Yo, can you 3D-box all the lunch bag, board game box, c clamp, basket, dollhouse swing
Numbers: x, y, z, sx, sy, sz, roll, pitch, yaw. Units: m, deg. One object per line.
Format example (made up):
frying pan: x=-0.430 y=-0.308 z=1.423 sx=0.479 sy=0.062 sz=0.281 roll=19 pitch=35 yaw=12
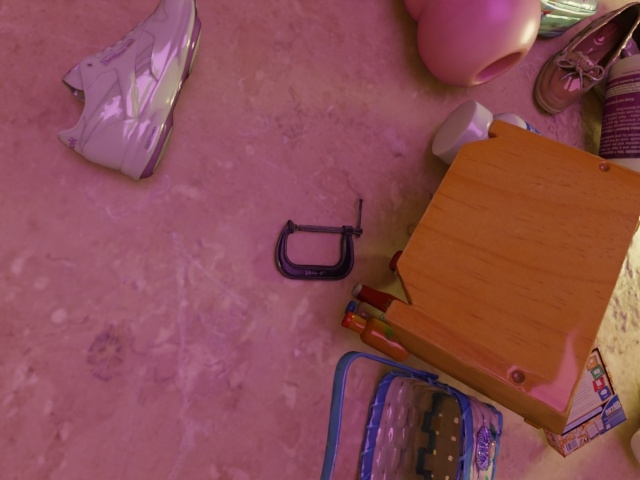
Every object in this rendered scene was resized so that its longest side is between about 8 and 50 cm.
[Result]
lunch bag: x=0.433 y=-0.529 z=0.885 sx=0.279 sy=0.108 sz=0.224 roll=-11 pitch=87 yaw=-31
board game box: x=0.473 y=0.285 z=0.823 sx=0.146 sy=0.045 sz=0.194 roll=-27 pitch=102 yaw=-6
c clamp: x=0.000 y=0.000 z=0.731 sx=0.160 sy=0.022 sz=0.137 roll=-3 pitch=90 yaw=-22
basket: x=0.126 y=0.306 z=0.642 sx=0.289 sy=0.201 sz=0.255 roll=16 pitch=78 yaw=-26
dollhouse swing: x=0.293 y=0.076 z=0.684 sx=0.315 sy=0.305 sz=0.347 roll=27 pitch=71 yaw=15

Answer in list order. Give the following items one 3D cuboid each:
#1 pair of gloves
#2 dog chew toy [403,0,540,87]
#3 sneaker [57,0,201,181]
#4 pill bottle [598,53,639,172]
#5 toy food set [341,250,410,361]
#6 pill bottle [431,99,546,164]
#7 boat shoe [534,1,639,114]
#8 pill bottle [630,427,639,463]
pair of gloves: x=0.703 y=-0.423 z=1.024 sx=0.240 sy=0.042 sz=0.204 roll=-29 pitch=94 yaw=-20
dog chew toy: x=0.241 y=-0.449 z=0.781 sx=0.206 sy=0.206 sz=0.332 roll=-21 pitch=84 yaw=-21
sneaker: x=-0.261 y=-0.245 z=0.611 sx=0.152 sy=0.114 sz=0.305 roll=18 pitch=78 yaw=-18
pill bottle: x=0.681 y=-0.219 z=0.914 sx=0.169 sy=0.169 sz=0.302 roll=1 pitch=97 yaw=-20
toy food set: x=0.112 y=0.073 z=0.708 sx=0.104 sy=0.111 sz=0.232 roll=28 pitch=62 yaw=-2
pill bottle: x=0.345 y=-0.135 z=0.801 sx=0.272 sy=0.152 sz=0.152 roll=30 pitch=75 yaw=-15
boat shoe: x=0.563 y=-0.390 z=0.926 sx=0.104 sy=0.089 sz=0.285 roll=39 pitch=82 yaw=-2
pill bottle: x=0.799 y=0.356 z=0.890 sx=0.334 sy=0.188 sz=0.188 roll=-27 pitch=93 yaw=-21
